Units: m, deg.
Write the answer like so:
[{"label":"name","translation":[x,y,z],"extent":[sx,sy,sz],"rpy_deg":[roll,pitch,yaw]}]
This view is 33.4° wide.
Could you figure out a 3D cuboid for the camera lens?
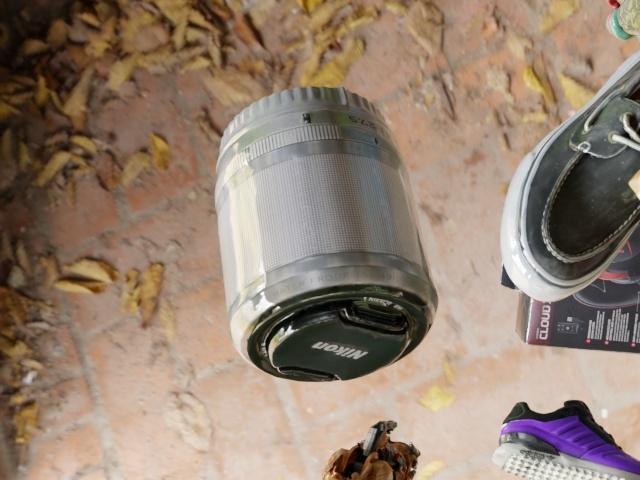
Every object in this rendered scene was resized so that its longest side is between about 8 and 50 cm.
[{"label":"camera lens","translation":[0.000,0.000,1.158],"extent":[0.219,0.219,0.274],"rpy_deg":[-17,56,10]}]

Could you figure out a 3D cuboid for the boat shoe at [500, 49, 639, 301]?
[{"label":"boat shoe","translation":[0.281,-0.090,0.976],"extent":[0.121,0.119,0.335],"rpy_deg":[40,66,-6]}]

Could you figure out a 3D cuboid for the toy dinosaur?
[{"label":"toy dinosaur","translation":[0.042,0.351,1.448],"extent":[0.164,0.322,0.218],"rpy_deg":[15,94,46]}]

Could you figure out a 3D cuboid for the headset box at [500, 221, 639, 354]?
[{"label":"headset box","translation":[0.390,0.035,1.424],"extent":[0.293,0.110,0.218],"rpy_deg":[4,94,2]}]

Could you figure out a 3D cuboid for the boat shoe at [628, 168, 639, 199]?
[{"label":"boat shoe","translation":[0.374,-0.064,0.862],"extent":[0.277,0.098,0.096],"rpy_deg":[-25,77,-23]}]

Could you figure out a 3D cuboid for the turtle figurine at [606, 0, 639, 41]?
[{"label":"turtle figurine","translation":[0.411,-0.256,1.221],"extent":[0.234,0.118,0.175],"rpy_deg":[-2,81,59]}]

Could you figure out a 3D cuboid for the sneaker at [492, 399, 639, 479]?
[{"label":"sneaker","translation":[0.444,0.338,1.780],"extent":[0.293,0.102,0.146],"rpy_deg":[15,57,7]}]
